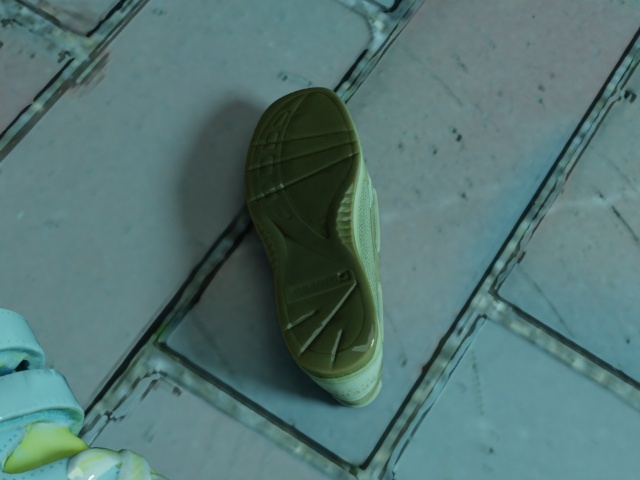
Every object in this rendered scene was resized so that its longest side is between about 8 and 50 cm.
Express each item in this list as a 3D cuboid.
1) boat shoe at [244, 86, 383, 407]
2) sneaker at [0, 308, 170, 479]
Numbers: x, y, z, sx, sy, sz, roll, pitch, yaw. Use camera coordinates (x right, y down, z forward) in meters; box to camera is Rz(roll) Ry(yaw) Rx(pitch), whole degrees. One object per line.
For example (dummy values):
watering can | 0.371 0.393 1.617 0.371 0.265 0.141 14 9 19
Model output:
boat shoe | 0.002 0.000 0.635 0.056 0.048 0.153 -17 57 6
sneaker | -0.072 0.100 0.514 0.319 0.127 0.208 -8 65 -16
